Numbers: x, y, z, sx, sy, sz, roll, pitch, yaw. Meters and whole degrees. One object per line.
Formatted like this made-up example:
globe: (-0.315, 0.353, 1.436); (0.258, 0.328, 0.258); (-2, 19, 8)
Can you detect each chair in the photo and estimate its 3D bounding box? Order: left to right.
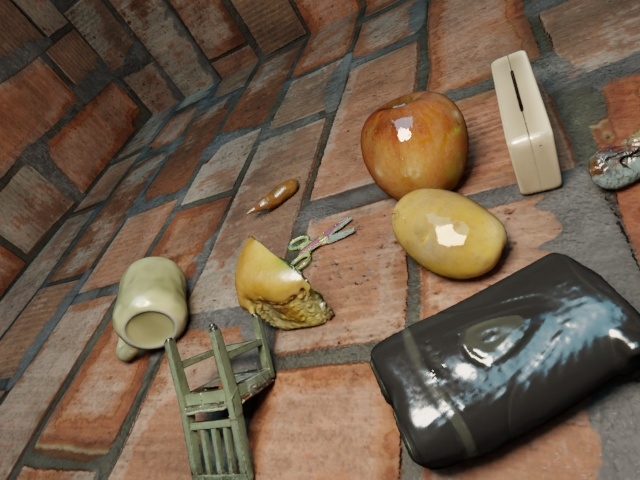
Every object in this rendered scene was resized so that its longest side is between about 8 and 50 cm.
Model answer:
chair: (-0.172, 0.290, 0.790); (0.136, 0.147, 0.270); (-19, 84, 26)

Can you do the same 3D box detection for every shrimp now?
shrimp: (0.566, -0.166, 0.720); (0.233, 0.079, 0.090); (-34, -1, 0)

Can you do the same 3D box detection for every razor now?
razor: (0.244, 0.163, 0.586); (0.349, 0.113, 0.204); (-29, 38, 6)

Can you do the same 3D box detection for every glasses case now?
glasses case: (0.422, -0.254, 0.871); (0.076, 0.144, 0.336); (-14, 43, 28)

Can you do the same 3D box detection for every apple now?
apple: (0.207, -0.201, 0.935); (0.253, 0.253, 0.253); (-22, 39, 19)

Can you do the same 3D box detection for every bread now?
bread: (-0.107, 0.107, 0.889); (0.133, 0.174, 0.251); (-47, 42, -9)

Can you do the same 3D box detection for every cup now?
cup: (-0.467, 0.184, 1.081); (0.255, 0.173, 0.202); (-33, 35, 4)

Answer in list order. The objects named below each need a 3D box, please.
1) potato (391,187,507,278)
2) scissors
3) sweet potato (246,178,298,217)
potato: (0.230, -0.017, 0.785); (0.234, 0.146, 0.150); (40, 111, 52)
scissors: (0.000, 0.000, 1.034); (0.187, 0.020, 0.133); (-28, 33, 13)
sweet potato: (-0.142, -0.123, 1.248); (0.195, 0.056, 0.056); (-36, 36, -14)
